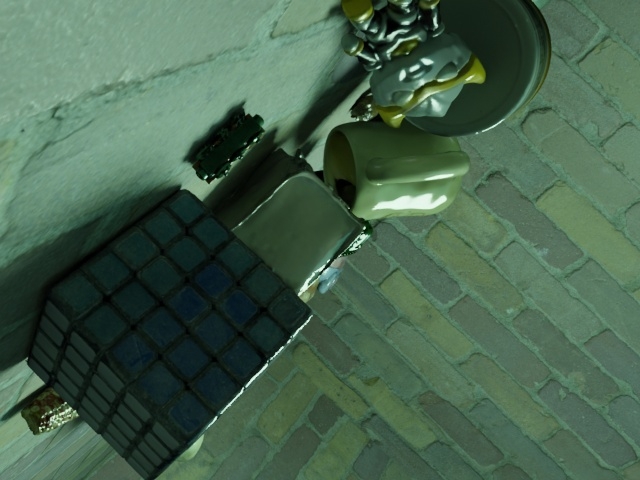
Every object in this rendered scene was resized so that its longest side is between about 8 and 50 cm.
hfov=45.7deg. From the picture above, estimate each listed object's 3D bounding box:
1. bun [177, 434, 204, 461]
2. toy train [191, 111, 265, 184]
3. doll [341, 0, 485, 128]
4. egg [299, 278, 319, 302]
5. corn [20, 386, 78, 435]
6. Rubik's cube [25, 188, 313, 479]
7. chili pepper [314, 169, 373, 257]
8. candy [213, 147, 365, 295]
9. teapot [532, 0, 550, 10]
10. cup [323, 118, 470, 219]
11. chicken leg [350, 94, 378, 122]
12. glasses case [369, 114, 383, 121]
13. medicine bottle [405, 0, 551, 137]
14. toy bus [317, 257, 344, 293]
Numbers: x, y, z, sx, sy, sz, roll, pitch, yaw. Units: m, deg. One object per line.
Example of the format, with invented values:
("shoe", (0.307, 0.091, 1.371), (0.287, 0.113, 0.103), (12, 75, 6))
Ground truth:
("bun", (-0.387, 0.396, 1.715), (0.273, 0.273, 0.168), (121, -10, -72))
("toy train", (-0.109, -0.109, 0.901), (0.103, 0.044, 0.064), (-46, -174, -11))
("doll", (0.123, -0.236, 0.978), (0.145, 0.103, 0.316), (-49, 150, 2))
("egg", (-0.106, 0.092, 1.863), (0.195, 0.195, 0.233), (-50, 178, 42))
("corn", (-0.396, 0.245, 1.246), (0.079, 0.079, 0.237), (-48, 172, 27))
("Rubik's cube", (-0.190, 0.124, 0.953), (0.237, 0.237, 0.238), (-45, 177, -36))
("chili pepper", (-0.037, -0.040, 1.441), (0.261, 0.173, 0.165), (-10, -174, 9))
("candy", (-0.056, -0.031, 1.184), (0.195, 0.185, 0.137), (-46, -152, 4))
("teapot", (0.466, -0.570, 1.541), (0.203, 0.171, 0.225), (10, 138, -46))
("cup", (0.136, -0.137, 1.266), (0.202, 0.173, 0.255), (-7, 162, -18))
("chicken leg", (0.146, -0.288, 1.507), (0.125, 0.080, 0.196), (-33, -176, 36))
("glasses case", (0.136, -0.250, 1.802), (0.103, 0.067, 0.267), (-56, 172, 35))
("medicine bottle", (0.235, -0.292, 1.201), (0.238, 0.238, 0.232), (-48, 175, 24))
("toy bus", (0.000, 0.000, 2.127), (0.231, 0.197, 0.294), (-57, 174, 3))
